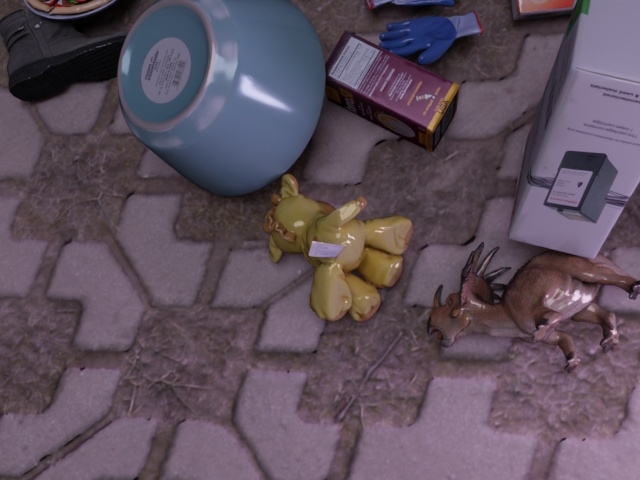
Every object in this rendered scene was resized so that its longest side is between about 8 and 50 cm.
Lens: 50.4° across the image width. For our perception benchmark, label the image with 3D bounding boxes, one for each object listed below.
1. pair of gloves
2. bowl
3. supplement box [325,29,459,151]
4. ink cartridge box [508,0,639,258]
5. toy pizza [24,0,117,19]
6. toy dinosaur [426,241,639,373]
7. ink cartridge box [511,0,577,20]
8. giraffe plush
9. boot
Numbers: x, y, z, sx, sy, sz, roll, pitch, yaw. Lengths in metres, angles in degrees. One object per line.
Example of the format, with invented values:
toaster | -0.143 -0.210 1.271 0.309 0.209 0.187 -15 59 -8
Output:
pair of gloves | 0.154 -0.343 1.030 0.159 0.023 0.198 -13 60 -2
bowl | -0.164 -0.227 0.958 0.311 0.163 0.312 -3 83 31
supplement box | 0.102 -0.218 1.004 0.188 0.104 0.081 29 86 12
ink cartridge box | 0.335 -0.149 0.839 0.121 0.289 0.211 15 55 10
toy pizza | -0.400 -0.443 1.122 0.201 0.032 0.201 -4 60 7
toy dinosaur | 0.302 0.064 0.926 0.295 0.127 0.200 -23 41 -13
ink cartridge box | 0.354 -0.429 1.012 0.145 0.045 0.179 -7 95 0
giraffe plush | 0.000 0.000 0.963 0.170 0.210 0.181 32 89 41
boot | -0.414 -0.341 1.116 0.246 0.083 0.161 -17 72 3
